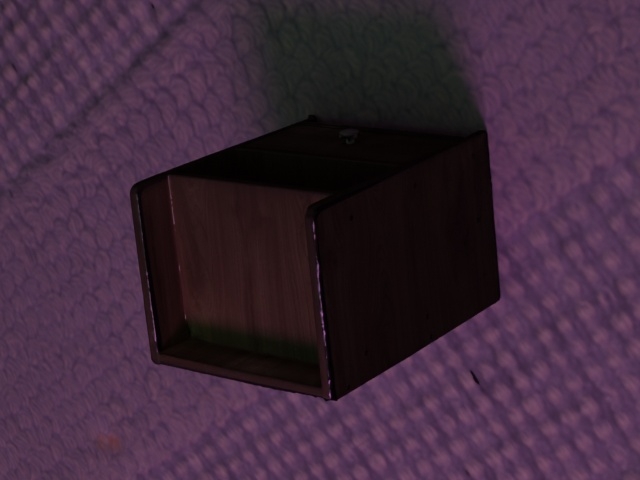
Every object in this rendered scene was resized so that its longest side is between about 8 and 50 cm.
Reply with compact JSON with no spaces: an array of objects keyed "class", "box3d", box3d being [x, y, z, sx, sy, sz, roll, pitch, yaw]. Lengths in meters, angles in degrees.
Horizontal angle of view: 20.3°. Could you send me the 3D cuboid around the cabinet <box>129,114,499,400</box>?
[{"class":"cabinet","box3d":[0.000,0.000,1.330,0.175,0.215,0.148,9,112,38]}]
